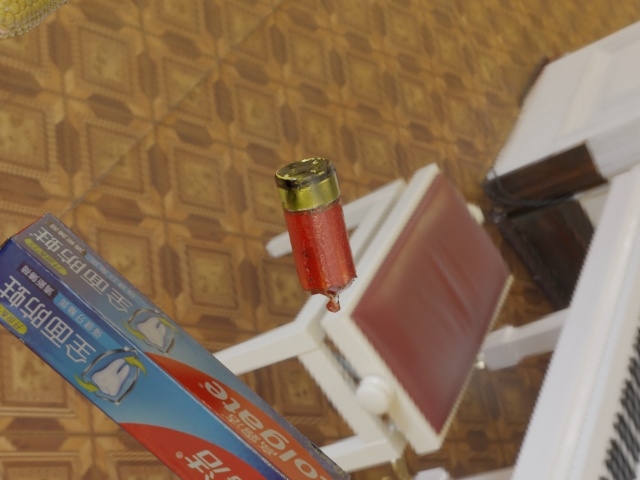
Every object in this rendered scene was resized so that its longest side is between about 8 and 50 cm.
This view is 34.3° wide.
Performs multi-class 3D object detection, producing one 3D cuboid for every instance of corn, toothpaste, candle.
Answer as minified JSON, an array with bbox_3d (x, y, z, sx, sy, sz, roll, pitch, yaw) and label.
[{"bbox_3d":[-0.332,-0.312,1.233,0.101,0.101,0.292,53,35,-18],"label":"corn"},{"bbox_3d":[-0.117,0.113,0.787,0.320,0.066,0.076,41,18,-6],"label":"toothpaste"},{"bbox_3d":[0.000,0.000,0.857,0.052,0.052,0.131,-40,122,-52],"label":"candle"}]
